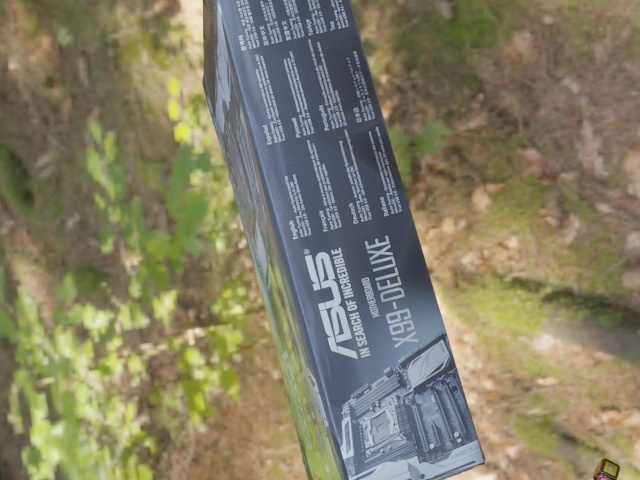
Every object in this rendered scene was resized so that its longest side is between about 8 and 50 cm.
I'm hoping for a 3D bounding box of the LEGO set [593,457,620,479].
[{"bbox_3d":[0.369,0.335,1.237,0.060,0.183,0.244,111,157,-47],"label":"LEGO set"}]

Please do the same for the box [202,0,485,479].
[{"bbox_3d":[0.000,0.000,0.730,0.242,0.077,0.307,119,136,-79],"label":"box"}]
